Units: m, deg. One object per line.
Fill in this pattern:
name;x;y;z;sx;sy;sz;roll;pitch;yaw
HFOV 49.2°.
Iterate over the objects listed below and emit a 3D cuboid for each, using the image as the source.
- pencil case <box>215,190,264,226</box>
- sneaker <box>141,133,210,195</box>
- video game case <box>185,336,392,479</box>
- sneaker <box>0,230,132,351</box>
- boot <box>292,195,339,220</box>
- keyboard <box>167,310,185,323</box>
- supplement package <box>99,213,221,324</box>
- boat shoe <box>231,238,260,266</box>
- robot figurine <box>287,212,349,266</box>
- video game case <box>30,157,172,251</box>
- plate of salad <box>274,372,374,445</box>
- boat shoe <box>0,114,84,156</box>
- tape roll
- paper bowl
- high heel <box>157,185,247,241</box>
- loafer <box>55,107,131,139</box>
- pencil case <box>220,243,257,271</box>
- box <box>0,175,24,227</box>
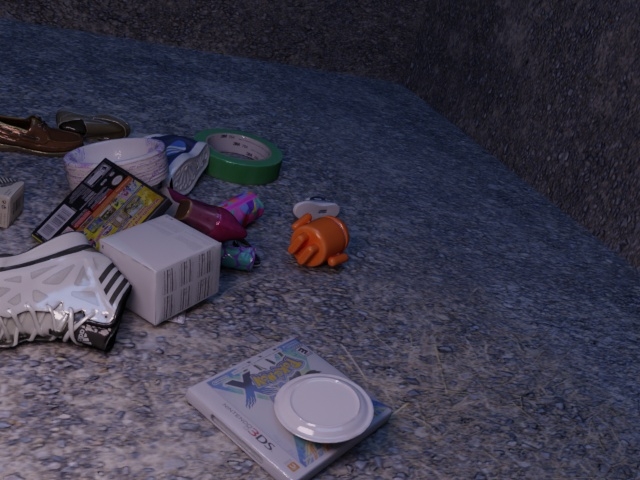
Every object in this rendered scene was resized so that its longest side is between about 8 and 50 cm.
pencil case;-0.260;-0.075;2.060;0.105;0.104;0.236;25;27;16
sneaker;-0.514;-0.246;2.238;0.237;0.130;0.322;10;31;10
video game case;-0.059;0.341;1.450;0.300;0.036;0.329;32;31;29
sneaker;-0.560;0.147;1.398;0.258;0.169;0.447;33;37;16
boot;-0.032;-0.109;2.298;0.190;0.069;0.086;1;22;-43
keyboard;-0.361;0.123;1.721;0.072;0.014;0.256;10;28;-11
supplement package;-0.375;0.063;1.644;0.194;0.149;0.203;25;33;29
boat shoe;-0.206;0.029;1.958;0.046;0.038;0.125;-6;34;-36
robot figurine;-0.001;-0.002;2.030;0.158;0.128;0.219;12;22;32
video game case;-0.546;-0.052;1.742;0.248;0.035;0.274;31;72;26
plate of salad;0.007;0.339;1.401;0.200;0.048;0.199;3;29;-2
boat shoe;-0.894;-0.333;2.189;0.308;0.104;0.110;-2;32;-32
tape roll;-0.298;-0.302;2.494;0.322;0.077;0.321;14;27;-7
paper bowl;-0.575;-0.191;1.999;0.285;0.148;0.284;-5;23;2
high heel;-0.353;-0.053;1.918;0.181;0.127;0.377;27;-4;-31
loafer;-0.777;-0.381;2.381;0.251;0.094;0.087;6;40;-9
pencil case;-0.251;0.037;1.881;0.152;0.070;0.064;13;3;-7
box;-0.915;-0.122;1.789;0.275;0.094;0.113;13;27;-8
